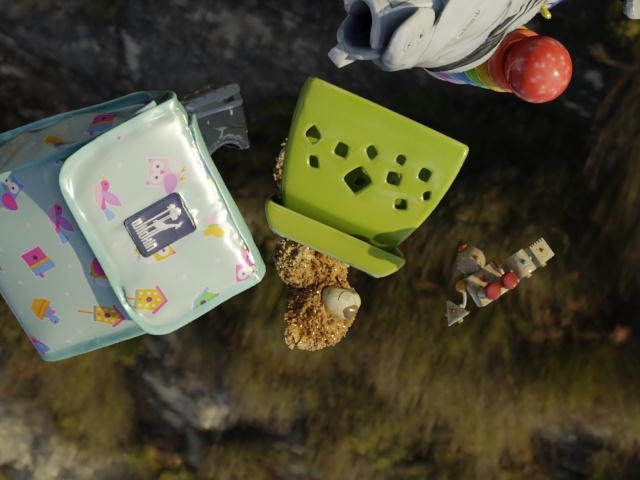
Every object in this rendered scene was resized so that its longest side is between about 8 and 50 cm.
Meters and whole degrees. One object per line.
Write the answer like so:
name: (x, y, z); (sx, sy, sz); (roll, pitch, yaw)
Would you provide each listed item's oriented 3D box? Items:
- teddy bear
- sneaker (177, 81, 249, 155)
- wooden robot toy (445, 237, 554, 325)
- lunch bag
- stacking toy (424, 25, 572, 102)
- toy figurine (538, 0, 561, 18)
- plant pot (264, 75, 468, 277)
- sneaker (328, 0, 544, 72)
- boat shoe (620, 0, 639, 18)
teddy bear: (0.000, 0.000, 1.968); (0.113, 0.337, 0.245); (-6, 158, 14)
sneaker: (-0.219, -0.125, 1.795); (0.105, 0.281, 0.115); (14, 128, 66)
wooden robot toy: (0.206, 0.033, 1.566); (0.079, 0.173, 0.076); (56, 164, 4)
lunch bag: (-0.206, -0.020, 1.265); (0.262, 0.160, 0.223); (-14, 116, 25)
stacking toy: (0.254, -0.265, 1.783); (0.141, 0.141, 0.330); (35, -176, -27)
toy figurine: (0.334, -0.442, 2.016); (0.217, 0.191, 0.362); (-8, 170, -25)
plant pot: (0.047, -0.080, 1.692); (0.228, 0.207, 0.227); (23, -176, -2)
sneaker: (0.156, -0.295, 1.339); (0.366, 0.210, 0.137); (-47, 67, 47)
boat shoe: (0.466, -0.368, 1.884); (0.040, 0.142, 0.049); (-3, 124, 29)
